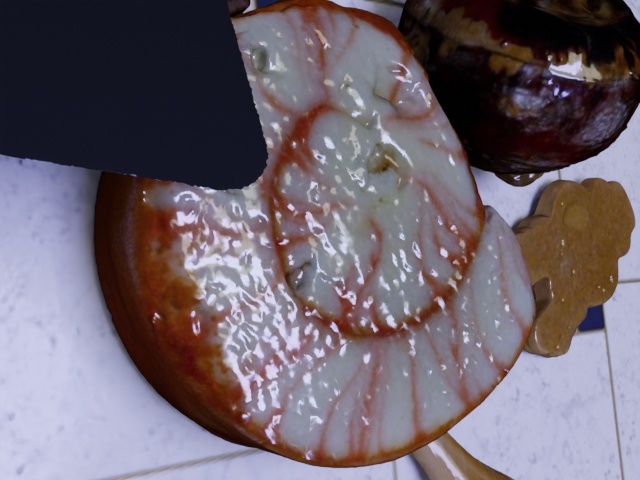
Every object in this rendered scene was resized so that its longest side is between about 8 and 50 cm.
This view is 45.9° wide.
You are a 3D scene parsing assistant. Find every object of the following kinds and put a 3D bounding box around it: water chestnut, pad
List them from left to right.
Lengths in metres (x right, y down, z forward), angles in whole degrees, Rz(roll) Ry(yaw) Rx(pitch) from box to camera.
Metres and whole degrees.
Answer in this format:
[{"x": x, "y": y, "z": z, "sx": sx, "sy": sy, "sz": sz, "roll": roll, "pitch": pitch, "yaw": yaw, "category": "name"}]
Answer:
[{"x": -0.224, "y": -0.151, "z": 0.378, "sx": 0.375, "sy": 0.063, "sz": 0.315, "roll": 9, "pitch": 51, "yaw": -34, "category": "pad"}, {"x": 0.173, "y": -0.166, "z": 0.647, "sx": 0.224, "sy": 0.238, "sz": 0.223, "roll": 10, "pitch": 40, "yaw": -8, "category": "water chestnut"}]

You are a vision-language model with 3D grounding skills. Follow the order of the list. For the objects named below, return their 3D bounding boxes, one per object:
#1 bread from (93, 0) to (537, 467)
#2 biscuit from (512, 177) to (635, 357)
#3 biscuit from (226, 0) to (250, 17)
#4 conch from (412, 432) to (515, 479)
[{"x": -0.004, "y": -0.001, "z": 0.546, "sx": 0.295, "sy": 0.114, "sz": 0.327, "roll": -31, "pitch": 99, "yaw": -31, "category": "bread"}, {"x": 0.264, "y": 0.013, "z": 0.799, "sx": 0.236, "sy": 0.040, "sz": 0.144, "roll": -38, "pitch": 112, "yaw": -36, "category": "biscuit"}, {"x": -0.167, "y": -0.148, "z": 0.484, "sx": 0.252, "sy": 0.070, "sz": 0.106, "roll": -37, "pitch": 104, "yaw": -35, "category": "biscuit"}, {"x": 0.155, "y": 0.256, "z": 0.645, "sx": 0.109, "sy": 0.093, "sz": 0.330, "roll": -32, "pitch": 100, "yaw": -17, "category": "conch"}]
